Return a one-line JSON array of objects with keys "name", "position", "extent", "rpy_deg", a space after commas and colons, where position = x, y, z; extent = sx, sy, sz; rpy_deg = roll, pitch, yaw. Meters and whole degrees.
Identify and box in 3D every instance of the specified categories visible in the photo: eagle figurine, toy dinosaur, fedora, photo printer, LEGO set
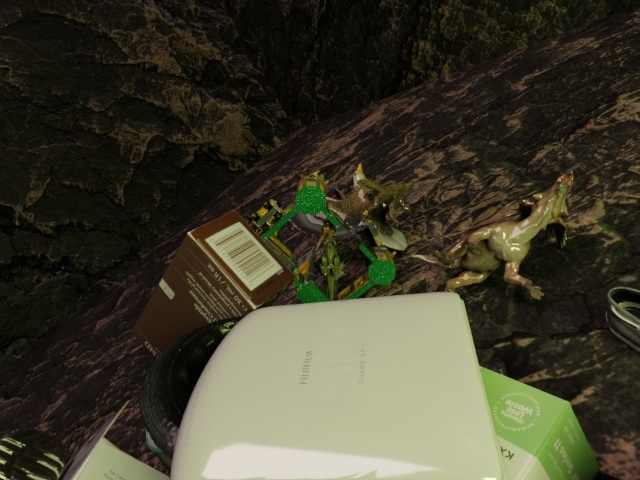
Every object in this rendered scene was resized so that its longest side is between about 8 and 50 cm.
[{"name": "eagle figurine", "position": [0.087, -0.082, 1.155], "extent": [0.298, 0.226, 0.225], "rpy_deg": [-21, 36, 47]}, {"name": "toy dinosaur", "position": [0.314, 0.008, 0.814], "extent": [0.200, 0.127, 0.295], "rpy_deg": [-41, 10, -36]}, {"name": "fedora", "position": [-0.097, 0.249, 0.670], "extent": [0.333, 0.153, 0.334], "rpy_deg": [-1, 22, 0]}, {"name": "photo printer", "position": [0.011, 0.168, 0.475], "extent": [0.307, 0.107, 0.256], "rpy_deg": [-6, 29, 12]}, {"name": "LEGO set", "position": [0.000, 0.000, 1.022], "extent": [0.255, 0.331, 0.192], "rpy_deg": [-48, 16, 18]}]

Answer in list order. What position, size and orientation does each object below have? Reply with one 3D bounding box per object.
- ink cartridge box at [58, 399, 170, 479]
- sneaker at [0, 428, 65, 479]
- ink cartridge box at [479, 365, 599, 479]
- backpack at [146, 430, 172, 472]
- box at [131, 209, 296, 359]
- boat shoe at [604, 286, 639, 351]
[{"name": "ink cartridge box", "position": [-0.371, 0.435, 0.698], "extent": [0.309, 0.130, 0.272], "rpy_deg": [-42, 15, 36]}, {"name": "sneaker", "position": [-0.479, 0.400, 0.639], "extent": [0.163, 0.106, 0.281], "rpy_deg": [-52, 12, 3]}, {"name": "ink cartridge box", "position": [0.100, 0.301, 0.488], "extent": [0.353, 0.119, 0.207], "rpy_deg": [-43, 26, -22]}, {"name": "backpack", "position": [-0.228, 0.323, 0.841], "extent": [0.188, 0.145, 0.165], "rpy_deg": [-39, 25, -13]}, {"name": "box", "position": [-0.238, 0.137, 0.954], "extent": [0.143, 0.191, 0.381], "rpy_deg": [-35, -11, -50]}, {"name": "boat shoe", "position": [0.418, 0.113, 0.523], "extent": [0.075, 0.065, 0.206], "rpy_deg": [-35, 23, -5]}]
